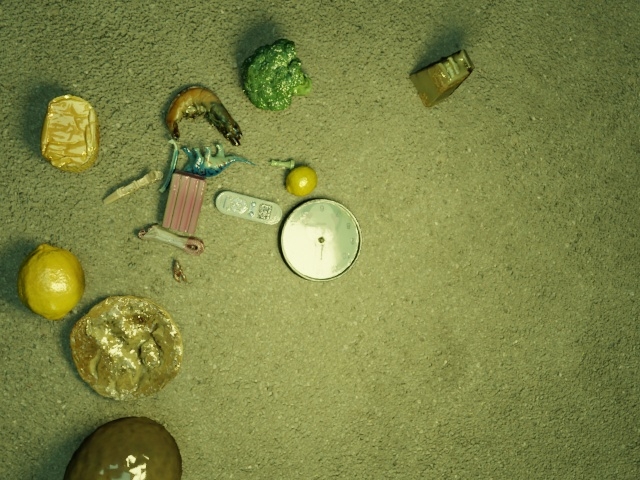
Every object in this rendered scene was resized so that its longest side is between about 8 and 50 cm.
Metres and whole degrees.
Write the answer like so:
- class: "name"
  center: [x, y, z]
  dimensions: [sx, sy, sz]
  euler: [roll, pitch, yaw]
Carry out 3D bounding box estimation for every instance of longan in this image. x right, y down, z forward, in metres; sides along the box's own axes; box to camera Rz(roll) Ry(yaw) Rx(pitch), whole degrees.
- class: "longan"
  center: [-0.632, 0.778, 1.721]
  dimensions: [0.391, 0.391, 0.391]
  euler: [0, 92, -10]

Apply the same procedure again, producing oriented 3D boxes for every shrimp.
- class: "shrimp"
  center: [-0.511, 0.115, 1.901]
  dimensions: [0.038, 0.029, 0.092]
  euler: [-24, 100, -9]
- class: "shrimp"
  center: [-0.414, -0.408, 1.858]
  dimensions: [0.290, 0.054, 0.222]
  euler: [45, 73, 3]

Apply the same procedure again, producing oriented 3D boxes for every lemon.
- class: "lemon"
  center: [-0.070, -0.215, 1.928]
  dimensions: [0.133, 0.109, 0.109]
  euler: [-31, 97, -14]
- class: "lemon"
  center: [-0.889, 0.138, 1.748]
  dimensions: [0.204, 0.204, 0.260]
  euler: [-7, 96, -10]

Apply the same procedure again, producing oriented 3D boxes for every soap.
- class: "soap"
  center: [-0.476, -0.134, 1.856]
  dimensions: [0.122, 0.065, 0.203]
  euler: [15, 104, -10]

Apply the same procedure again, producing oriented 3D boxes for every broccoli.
- class: "broccoli"
  center: [-0.146, -0.576, 1.851]
  dimensions: [0.270, 0.270, 0.270]
  euler: [2, 92, -46]

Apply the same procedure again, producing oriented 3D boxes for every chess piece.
- class: "chess piece"
  center: [-0.142, -0.281, 1.948]
  dimensions: [0.093, 0.042, 0.042]
  euler: [4, 91, -5]

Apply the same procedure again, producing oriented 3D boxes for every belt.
- class: "belt"
  center: [-0.526, -0.005, 1.883]
  dimensions: [0.232, 0.053, 0.071]
  euler: [17, 97, -10]

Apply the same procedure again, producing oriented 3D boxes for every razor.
- class: "razor"
  center: [-0.531, -0.261, 1.872]
  dimensions: [0.037, 0.068, 0.191]
  euler: [14, 96, -1]

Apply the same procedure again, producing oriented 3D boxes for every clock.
- class: "clock"
  center: [0.001, 0.000, 1.971]
  dimensions: [0.318, 0.066, 0.319]
  euler: [-1, 93, -11]

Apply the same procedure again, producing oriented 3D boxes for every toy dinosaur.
- class: "toy dinosaur"
  center: [-0.407, -0.282, 1.882]
  dimensions: [0.329, 0.076, 0.144]
  euler: [-20, 106, -5]

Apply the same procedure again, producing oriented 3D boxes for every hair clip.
- class: "hair clip"
  center: [-0.657, -0.186, 1.842]
  dimensions: [0.226, 0.072, 0.034]
  euler: [-28, 94, -7]

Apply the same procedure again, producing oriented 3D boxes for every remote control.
- class: "remote control"
  center: [-0.260, -0.117, 1.929]
  dimensions: [0.244, 0.047, 0.087]
  euler: [14, 86, -10]

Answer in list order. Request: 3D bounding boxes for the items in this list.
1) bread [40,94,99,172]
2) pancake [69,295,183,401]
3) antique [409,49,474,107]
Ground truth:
- class: "bread"
  center: [-0.834, -0.353, 1.772]
  dimensions: [0.178, 0.133, 0.250]
  euler: [0, 93, -11]
- class: "pancake"
  center: [-0.674, 0.377, 1.854]
  dimensions: [0.386, 0.082, 0.387]
  euler: [-1, 96, -13]
- class: "antique"
  center: [0.447, -0.595, 1.917]
  dimensions: [0.125, 0.284, 0.150]
  euler: [-32, 96, -8]
